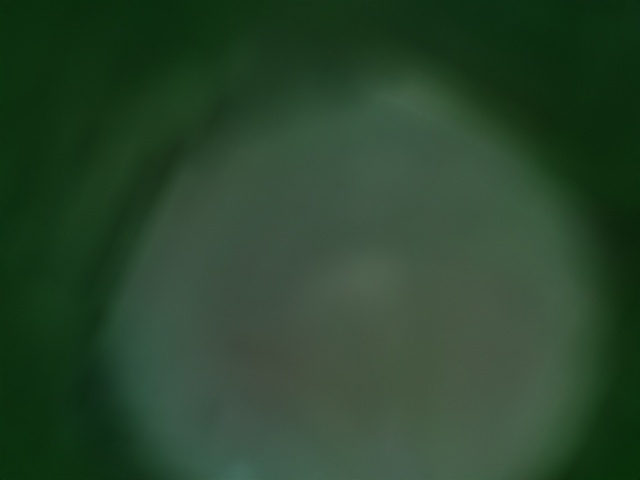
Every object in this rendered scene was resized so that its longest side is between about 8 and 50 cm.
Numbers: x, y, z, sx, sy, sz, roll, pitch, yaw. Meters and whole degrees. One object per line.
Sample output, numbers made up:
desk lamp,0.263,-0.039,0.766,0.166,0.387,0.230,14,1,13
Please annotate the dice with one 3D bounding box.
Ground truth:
dice,0.000,0.000,0.469,0.297,0.287,0.300,28,4,-8
